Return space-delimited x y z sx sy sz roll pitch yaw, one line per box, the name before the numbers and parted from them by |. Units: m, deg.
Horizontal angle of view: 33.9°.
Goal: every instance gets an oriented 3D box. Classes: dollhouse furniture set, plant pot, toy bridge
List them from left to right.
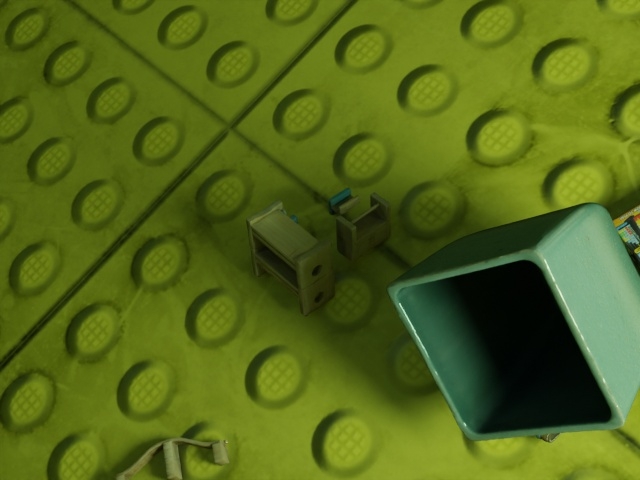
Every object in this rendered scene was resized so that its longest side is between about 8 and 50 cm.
toy bridge | -0.227 0.336 1.611 0.188 0.026 0.063 -21 57 11
dollhouse furniture set | 0.000 0.000 1.653 0.184 0.129 0.129 -33 53 -26
plant pot | 0.292 0.082 1.373 0.248 0.247 0.252 -17 15 46

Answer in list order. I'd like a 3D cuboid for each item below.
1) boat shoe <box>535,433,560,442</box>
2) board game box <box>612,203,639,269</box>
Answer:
boat shoe | 0.367 0.211 1.410 0.183 0.066 0.066 -44 58 -4
board game box | 0.518 -0.009 1.473 0.170 0.048 0.141 -32 56 4
